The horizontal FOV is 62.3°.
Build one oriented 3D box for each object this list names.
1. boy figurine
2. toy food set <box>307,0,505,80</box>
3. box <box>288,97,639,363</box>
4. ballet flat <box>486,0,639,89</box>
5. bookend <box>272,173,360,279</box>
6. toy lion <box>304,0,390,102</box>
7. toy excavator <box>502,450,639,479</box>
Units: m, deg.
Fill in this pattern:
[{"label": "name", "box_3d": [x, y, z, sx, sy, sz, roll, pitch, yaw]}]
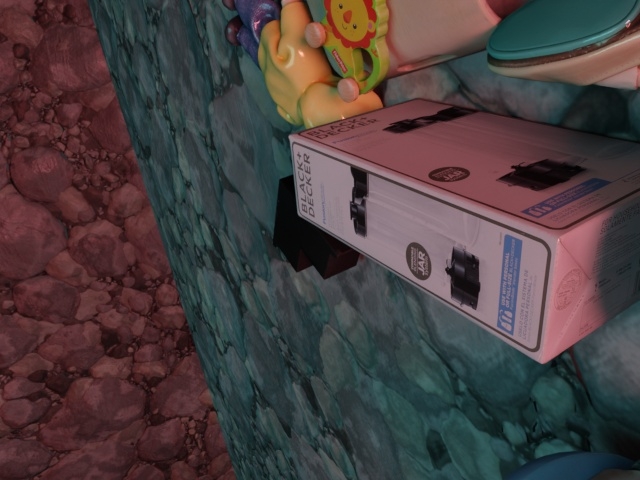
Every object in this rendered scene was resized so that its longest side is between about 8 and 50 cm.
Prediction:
[{"label": "boy figurine", "box_3d": [-0.028, -0.223, 0.660, 0.285, 0.092, 0.177, 52, 157, 28]}, {"label": "toy food set", "box_3d": [0.057, -0.301, 0.463, 0.219, 0.092, 0.306, 11, 128, 60]}, {"label": "box", "box_3d": [0.116, -0.039, 0.437, 0.290, 0.169, 0.087, 33, 138, 51]}, {"label": "ballet flat", "box_3d": [0.207, -0.128, 0.301, 0.248, 0.086, 0.086, -3, 107, 62]}, {"label": "bookend", "box_3d": [0.000, 0.000, 0.802, 0.157, 0.072, 0.156, 52, 151, 28]}, {"label": "toy lion", "box_3d": [0.032, -0.192, 0.490, 0.100, 0.034, 0.096, 59, 150, -5]}, {"label": "toy excavator", "box_3d": [0.273, 0.408, 0.486, 0.433, 0.222, 0.445, 61, 167, 15]}]
